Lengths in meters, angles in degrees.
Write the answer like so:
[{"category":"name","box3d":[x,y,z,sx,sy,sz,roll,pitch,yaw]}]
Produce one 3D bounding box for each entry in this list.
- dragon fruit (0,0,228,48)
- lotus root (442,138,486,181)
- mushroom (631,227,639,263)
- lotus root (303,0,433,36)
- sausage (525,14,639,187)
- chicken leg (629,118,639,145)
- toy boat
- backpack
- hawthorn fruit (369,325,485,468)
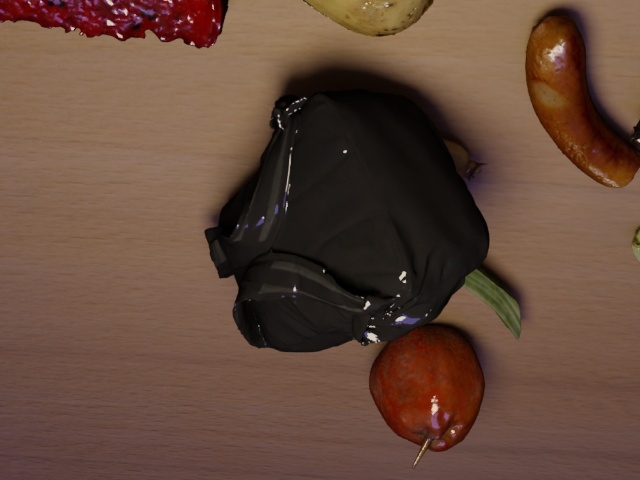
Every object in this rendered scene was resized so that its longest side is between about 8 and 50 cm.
[{"category":"dragon fruit","box3d":[-0.271,-0.377,1.021,0.344,0.100,0.282,9,134,-7]},{"category":"lotus root","box3d":[0.167,-0.117,1.260,0.150,0.062,0.073,17,134,6]},{"category":"mushroom","box3d":[0.614,0.077,1.405,0.100,0.081,0.312,-29,122,27]},{"category":"lotus root","box3d":[0.015,-0.351,0.989,0.284,0.146,0.160,27,113,-29]},{"category":"sausage","box3d":[0.353,-0.177,1.174,0.103,0.076,0.302,-29,128,21]},{"category":"chicken leg","box3d":[0.497,-0.226,1.084,0.093,0.113,0.304,35,139,19]},{"category":"toy boat","box3d":[0.252,0.067,1.429,0.293,0.093,0.055,37,102,-29]},{"category":"backpack","box3d":[0.000,0.000,1.237,0.255,0.363,0.446,-17,164,-39]},{"category":"hawthorn fruit","box3d":[0.192,0.282,1.528,0.211,0.262,0.210,1,137,1]}]
